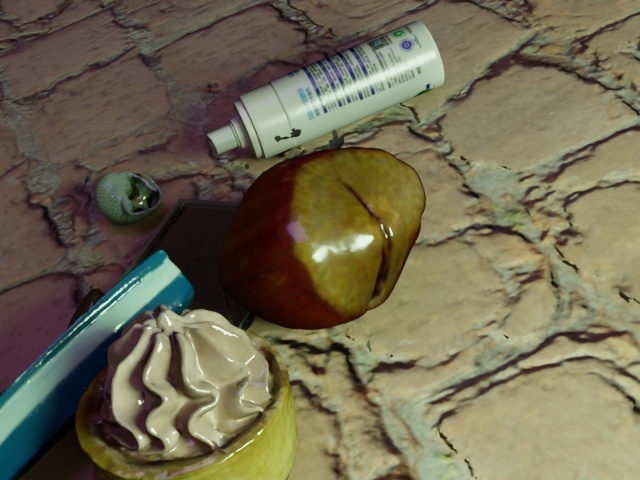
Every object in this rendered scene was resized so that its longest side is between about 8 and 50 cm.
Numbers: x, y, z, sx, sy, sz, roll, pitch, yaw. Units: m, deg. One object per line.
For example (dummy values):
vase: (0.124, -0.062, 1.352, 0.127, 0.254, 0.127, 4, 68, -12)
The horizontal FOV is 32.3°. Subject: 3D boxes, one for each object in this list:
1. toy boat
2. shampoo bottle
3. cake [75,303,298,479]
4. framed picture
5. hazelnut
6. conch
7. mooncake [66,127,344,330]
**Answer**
toy boat: (-0.237, 0.132, 1.056, 0.062, 0.096, 0.299, 43, 69, 3)
shampoo bottle: (0.002, -0.178, 1.390, 0.303, 0.092, 0.092, -25, 37, -6)
cake: (-0.127, 0.144, 0.966, 0.208, 0.178, 0.185, -34, 40, -14)
framed picture: (-0.137, 0.044, 1.228, 0.192, 0.018, 0.265, 4, 41, 27)
hazelnut: (0.002, 0.003, 1.103, 0.212, 0.181, 0.181, -29, 57, -33)
conch: (-0.236, -0.048, 1.357, 0.076, 0.056, 0.085, -15, 52, -28)
mooncake: (-0.129, -0.018, 1.177, 0.347, 0.057, 0.150, -31, 30, 11)
